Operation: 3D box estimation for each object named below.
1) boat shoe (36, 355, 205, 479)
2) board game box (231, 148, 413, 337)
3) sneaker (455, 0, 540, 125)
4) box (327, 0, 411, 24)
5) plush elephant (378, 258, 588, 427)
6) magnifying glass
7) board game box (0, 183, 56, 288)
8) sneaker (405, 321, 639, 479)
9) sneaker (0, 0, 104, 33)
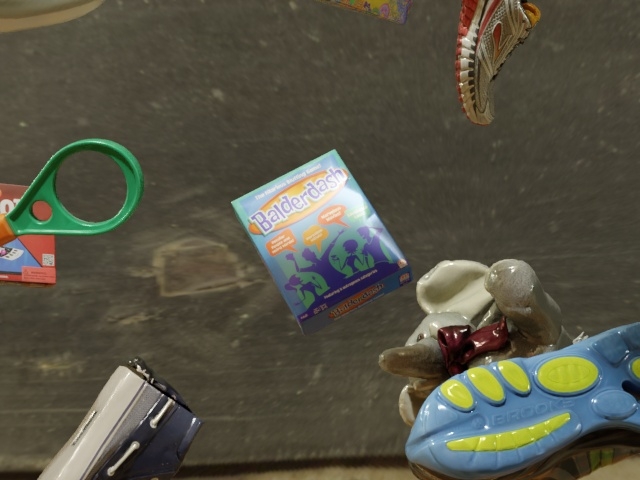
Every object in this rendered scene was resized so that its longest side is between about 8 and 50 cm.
[{"bbox_3d":[-0.313,0.354,1.744,0.158,0.127,0.341,38,77,-16],"label":"boat shoe"},{"bbox_3d":[0.000,0.000,1.525,0.160,0.047,0.210,-28,59,-7],"label":"board game box"},{"bbox_3d":[0.204,-0.236,1.349,0.092,0.088,0.225,6,121,5],"label":"sneaker"},{"bbox_3d":[-0.030,-0.391,1.126,0.279,0.177,0.290,22,101,25],"label":"box"},{"bbox_3d":[0.204,0.162,1.586,0.255,0.330,0.272,0,88,29],"label":"plush elephant"},{"bbox_3d":[-0.279,-0.025,1.140,0.230,0.026,0.092,-25,102,8],"label":"magnifying glass"},{"bbox_3d":[-0.500,-0.014,1.582,0.281,0.027,0.145,5,67,-28],"label":"board game box"},{"bbox_3d":[0.126,0.085,0.578,0.188,0.078,0.067,-6,69,-20],"label":"sneaker"},{"bbox_3d":[-0.099,-0.121,0.385,0.146,0.330,0.123,10,114,11],"label":"sneaker"}]
